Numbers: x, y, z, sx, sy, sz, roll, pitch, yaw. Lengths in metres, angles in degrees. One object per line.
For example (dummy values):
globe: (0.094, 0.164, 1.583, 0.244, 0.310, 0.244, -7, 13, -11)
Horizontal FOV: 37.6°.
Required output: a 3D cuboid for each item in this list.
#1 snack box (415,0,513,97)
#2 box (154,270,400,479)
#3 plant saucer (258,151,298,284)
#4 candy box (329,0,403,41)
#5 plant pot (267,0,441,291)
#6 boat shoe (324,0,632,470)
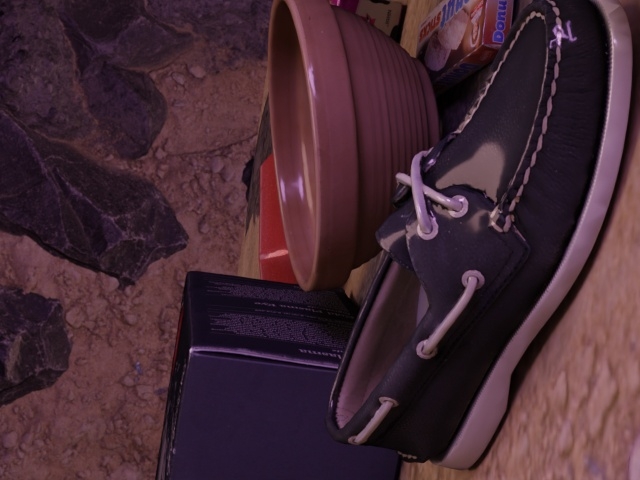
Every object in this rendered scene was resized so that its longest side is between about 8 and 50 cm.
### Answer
snack box: (0.102, -0.152, 0.693, 0.178, 0.022, 0.064, 166, 111, -80)
box: (-0.061, 0.228, 0.863, 0.312, 0.179, 0.343, -138, 57, -78)
plant saucer: (-0.048, 0.041, 1.183, 0.259, 0.048, 0.258, -96, 3, -54)
candy box: (0.024, -0.196, 1.060, 0.233, 0.071, 0.159, -116, 35, -73)
plant pot: (0.027, -0.081, 0.746, 0.237, 0.110, 0.237, 175, 90, -82)
boat shoe: (0.074, 0.008, 0.506, 0.114, 0.091, 0.302, -98, 19, -60)
